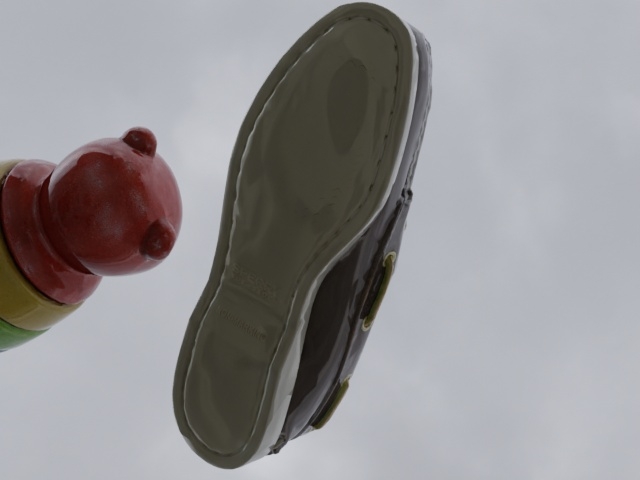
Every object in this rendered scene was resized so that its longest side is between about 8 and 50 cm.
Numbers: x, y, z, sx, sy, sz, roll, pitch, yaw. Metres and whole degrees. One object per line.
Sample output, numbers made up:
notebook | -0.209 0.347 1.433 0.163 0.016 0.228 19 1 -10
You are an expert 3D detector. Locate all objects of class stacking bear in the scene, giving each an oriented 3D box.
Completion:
stacking bear | -0.237 0.005 1.059 0.289 0.164 0.175 -21 -113 24

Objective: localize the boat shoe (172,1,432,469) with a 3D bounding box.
boat shoe | 0.000 0.000 0.867 0.117 0.097 0.324 32 -67 32
